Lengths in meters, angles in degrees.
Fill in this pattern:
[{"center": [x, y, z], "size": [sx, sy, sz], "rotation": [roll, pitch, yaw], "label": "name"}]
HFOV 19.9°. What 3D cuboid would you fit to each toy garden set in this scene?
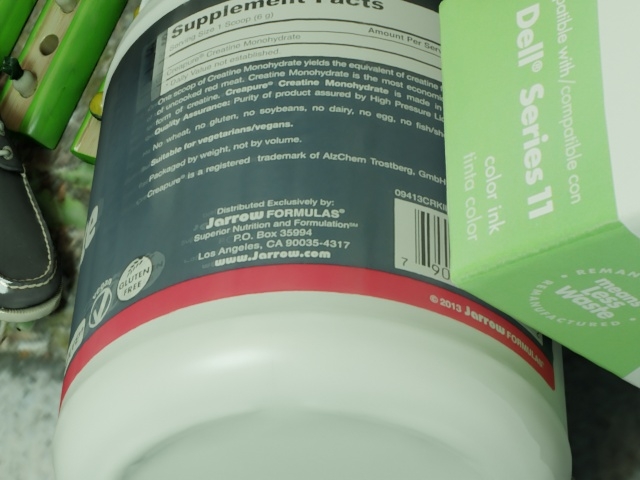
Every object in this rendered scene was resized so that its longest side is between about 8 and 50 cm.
[{"center": [-0.107, -0.145, 0.991], "size": [0.244, 0.049, 0.204], "rotation": [17, 78, 37], "label": "toy garden set"}]

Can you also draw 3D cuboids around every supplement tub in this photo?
[{"center": [0.000, 0.000, 0.741], "size": [0.191, 0.191, 0.272], "rotation": [-20, 45, 23], "label": "supplement tub"}]

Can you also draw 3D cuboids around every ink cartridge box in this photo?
[{"center": [0.239, -0.050, 0.591], "size": [0.353, 0.207, 0.119], "rotation": [-21, 56, 36], "label": "ink cartridge box"}]

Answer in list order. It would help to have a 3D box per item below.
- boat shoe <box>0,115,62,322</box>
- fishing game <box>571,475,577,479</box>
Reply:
[{"center": [-0.197, -0.046, 0.959], "size": [0.206, 0.075, 0.065], "rotation": [53, 142, 25], "label": "boat shoe"}, {"center": [0.033, 0.155, 0.765], "size": [0.189, 0.041, 0.264], "rotation": [-44, 52, 10], "label": "fishing game"}]
